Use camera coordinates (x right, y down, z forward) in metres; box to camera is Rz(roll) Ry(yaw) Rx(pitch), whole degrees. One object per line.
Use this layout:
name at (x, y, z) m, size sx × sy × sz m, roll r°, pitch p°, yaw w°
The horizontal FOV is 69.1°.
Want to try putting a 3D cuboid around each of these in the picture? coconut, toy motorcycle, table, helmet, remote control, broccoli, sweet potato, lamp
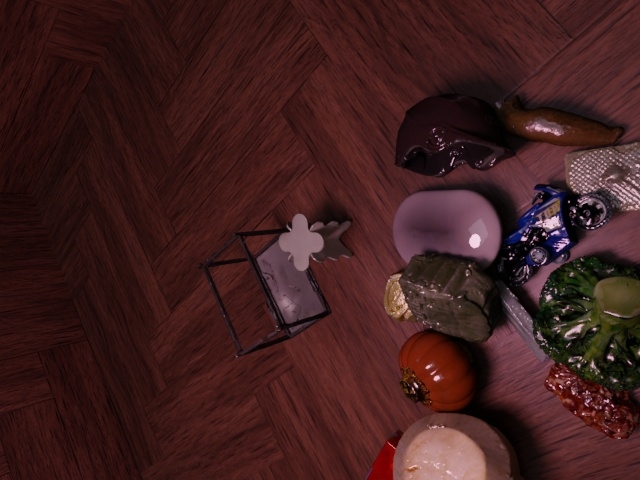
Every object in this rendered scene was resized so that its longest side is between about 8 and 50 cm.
coconut at (0.342, 0.584, 1.154) m, size 0.323 × 0.323 × 0.322 m, roll 3°, pitch 96°, yaw 36°
toy motorcycle at (0.513, -0.023, 1.098) m, size 0.315 × 0.113 × 0.169 m, roll -50°, pitch 55°, yaw 37°
table at (-0.185, 0.159, 1.522) m, size 0.222 × 0.272 × 0.335 m, roll -37°, pitch 72°, yaw 32°
helmet at (0.324, -0.269, 1.145) m, size 0.305 × 0.225 × 0.177 m, roll -7°, pitch 78°, yaw 44°
table at (0.000, 0.000, 1.417) m, size 0.167 × 0.198 × 0.166 m, roll 3°, pitch 95°, yaw 36°
remote control at (0.319, -0.022, 1.215) m, size 0.332 × 0.103 × 0.221 m, roll 5°, pitch 96°, yaw 50°
broccoli at (0.586, 0.151, 0.953) m, size 0.298 × 0.297 × 0.297 m, roll -15°, pitch 56°, yaw 23°
sweet potato at (0.533, -0.273, 1.068) m, size 0.286 × 0.085 × 0.112 m, roll 19°, pitch 60°, yaw 32°
lamp at (0.305, 0.345, 1.224) m, size 0.223 × 0.197 × 0.223 m, roll 51°, pitch 159°, yaw 28°

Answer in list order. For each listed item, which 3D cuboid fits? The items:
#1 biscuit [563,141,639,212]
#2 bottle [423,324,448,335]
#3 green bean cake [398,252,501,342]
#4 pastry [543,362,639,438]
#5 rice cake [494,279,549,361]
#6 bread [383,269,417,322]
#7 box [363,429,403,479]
biscuit at (0.669, -0.137, 1.003) m, size 0.252 × 0.052 × 0.150 m, roll -2°, pitch 92°, yaw 38°
bottle at (0.352, 0.233, 1.267) m, size 0.140 × 0.053 × 0.053 m, roll -8°, pitch 89°, yaw 37°
green bean cake at (0.324, 0.142, 1.148) m, size 0.227 × 0.125 × 0.222 m, roll 13°, pitch 145°, yaw 38°
pastry at (0.620, 0.356, 1.057) m, size 0.208 × 0.097 × 0.115 m, roll 46°, pitch 128°, yaw 23°
rice cake at (0.493, 0.195, 1.141) m, size 0.040 × 0.085 × 0.226 m, roll -33°, pitch 72°, yaw -3°
bread at (0.244, 0.161, 1.336) m, size 0.117 × 0.064 × 0.156 m, roll 28°, pitch 111°, yaw 36°
box at (0.227, 0.758, 1.383) m, size 0.197 × 0.089 × 0.313 m, roll 34°, pitch 113°, yaw 28°
